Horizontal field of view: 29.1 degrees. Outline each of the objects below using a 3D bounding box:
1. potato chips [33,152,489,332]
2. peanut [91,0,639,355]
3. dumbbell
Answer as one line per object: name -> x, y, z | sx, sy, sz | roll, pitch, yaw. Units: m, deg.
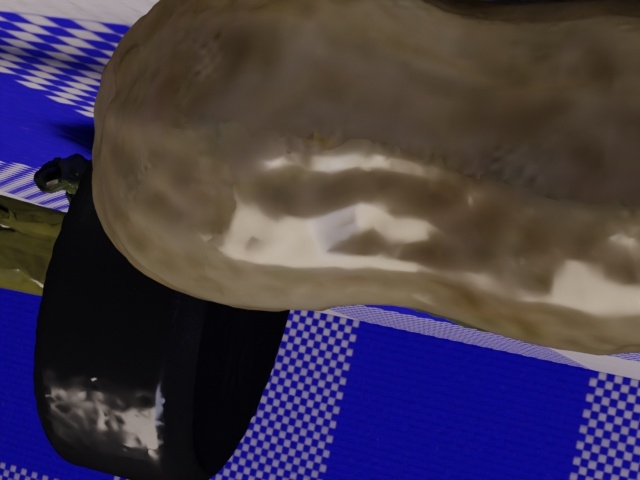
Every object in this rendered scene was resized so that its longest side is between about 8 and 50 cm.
potato chips -> 0.000, 0.000, 0.947 | 0.429, 0.070, 0.358 | 18, 175, -32
peanut -> 0.034, -0.027, 0.378 | 0.256, 0.123, 0.123 | 7, 172, 27
dumbbell -> -0.186, -0.002, 0.652 | 0.322, 0.204, 0.204 | 12, 174, 11
